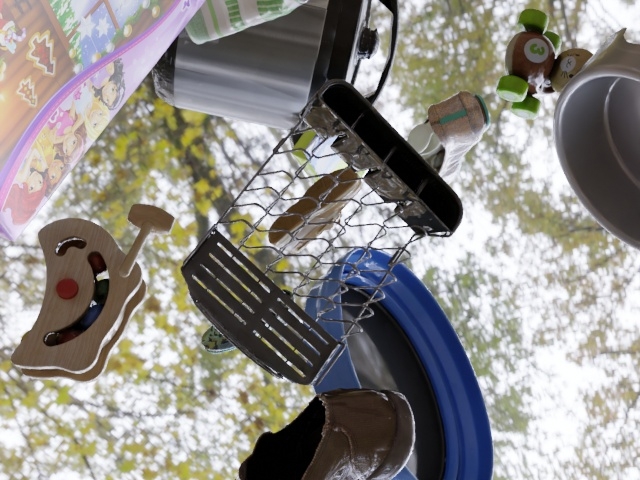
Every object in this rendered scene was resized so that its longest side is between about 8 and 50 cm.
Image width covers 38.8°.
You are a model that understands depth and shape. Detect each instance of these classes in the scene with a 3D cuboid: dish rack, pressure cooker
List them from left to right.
[{"bbox_3d":[-0.069,-0.380,1.663,0.421,0.369,0.375,11,-129,-3],"label":"pressure cooker"},{"bbox_3d":[0.000,0.000,0.916,0.271,0.208,0.074,-53,-164,-24],"label":"dish rack"}]

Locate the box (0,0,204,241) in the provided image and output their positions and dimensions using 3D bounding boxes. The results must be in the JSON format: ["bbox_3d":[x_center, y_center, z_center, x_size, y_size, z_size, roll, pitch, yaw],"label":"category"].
[{"bbox_3d":[-0.118,-0.172,0.436,0.057,0.201,0.293,21,-116,20],"label":"box"}]

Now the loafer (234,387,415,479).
[{"bbox_3d":[-0.051,0.279,1.066,0.366,0.130,0.133,-48,-146,25],"label":"loafer"}]

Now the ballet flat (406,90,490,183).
[{"bbox_3d":[0.181,-0.157,1.483,0.106,0.316,0.107,-21,-103,-10],"label":"ballet flat"}]

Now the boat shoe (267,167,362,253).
[{"bbox_3d":[0.001,-0.041,1.327,0.170,0.059,0.063,-36,-140,23],"label":"boat shoe"}]

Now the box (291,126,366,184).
[{"bbox_3d":[0.019,-0.141,1.463,0.042,0.178,0.109,26,-105,32],"label":"box"}]

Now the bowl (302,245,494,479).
[{"bbox_3d":[0.112,0.197,1.281,0.077,0.391,0.391,-29,-135,25],"label":"bowl"}]

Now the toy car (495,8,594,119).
[{"bbox_3d":[0.420,-0.293,1.549,0.188,0.149,0.155,13,-100,34],"label":"toy car"}]

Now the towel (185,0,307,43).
[{"bbox_3d":[-0.133,-0.387,1.149,0.038,0.247,0.325,-30,-162,-29],"label":"towel"}]

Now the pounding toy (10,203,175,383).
[{"bbox_3d":[-0.317,0.048,1.186,0.154,0.155,0.269,24,-111,5],"label":"pounding toy"}]

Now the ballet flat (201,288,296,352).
[{"bbox_3d":[-0.112,0.120,1.447,0.070,0.070,0.188,22,-151,35],"label":"ballet flat"}]

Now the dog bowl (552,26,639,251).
[{"bbox_3d":[0.472,-0.125,1.272,0.102,0.348,0.349,-33,-133,-21],"label":"dog bowl"}]
